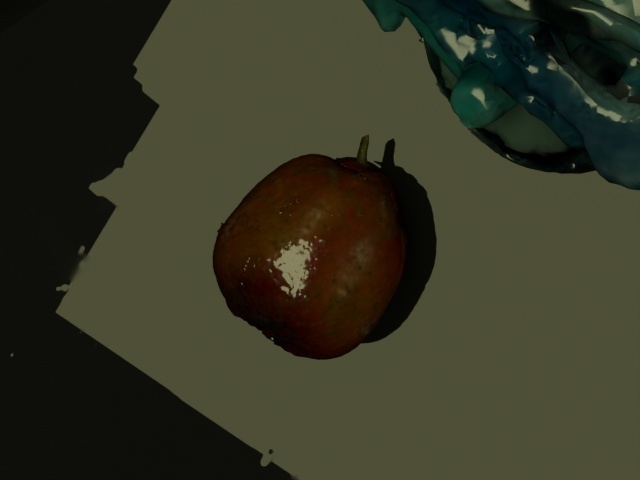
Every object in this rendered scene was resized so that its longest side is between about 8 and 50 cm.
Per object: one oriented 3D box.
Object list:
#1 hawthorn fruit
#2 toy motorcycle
[{"bbox_3d":[-0.002,0.006,0.739,0.077,0.077,0.077,0,91,12],"label":"hawthorn fruit"},{"bbox_3d":[0.066,-0.146,0.662,0.206,0.154,0.260,-22,105,50],"label":"toy motorcycle"}]
